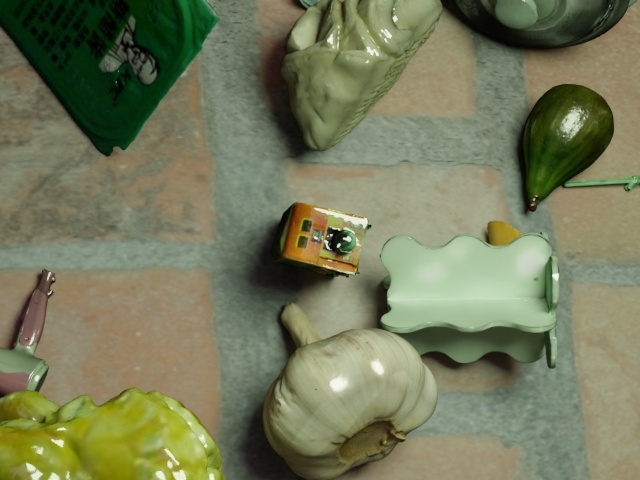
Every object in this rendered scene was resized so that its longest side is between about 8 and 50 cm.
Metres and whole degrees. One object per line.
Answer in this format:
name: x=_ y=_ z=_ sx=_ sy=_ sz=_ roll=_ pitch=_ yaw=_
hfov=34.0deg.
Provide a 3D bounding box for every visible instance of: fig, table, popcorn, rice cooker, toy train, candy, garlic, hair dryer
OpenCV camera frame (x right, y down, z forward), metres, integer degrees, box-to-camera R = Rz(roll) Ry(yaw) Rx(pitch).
fig: x=0.308 y=-0.121 z=1.381 sx=0.117 sy=0.117 sz=0.177 roll=36 pitch=87 yaw=0
table: x=0.169 y=0.069 z=1.225 sx=0.198 sy=0.166 sz=0.166 roll=-1 pitch=69 yaw=5
popcorn: x=-0.224 y=0.270 z=1.025 sx=0.276 sy=0.225 sz=0.276 roll=1 pitch=74 yaw=-3
rice cooker: x=0.296 y=-0.404 z=1.388 sx=0.316 sy=0.264 sz=0.316 roll=9 pitch=71 yaw=-28
toy train: x=0.000 y=0.000 z=1.202 sx=0.099 sy=0.188 sz=0.072 roll=17 pitch=85 yaw=-5
candy: x=0.425 y=-0.083 z=1.422 sx=0.201 sy=0.060 sz=0.060 roll=-4 pitch=71 yaw=-9
garlic: x=0.013 y=0.140 z=1.174 sx=0.199 sy=0.199 sz=0.226 roll=-14 pitch=48 yaw=-19
hair dryer: x=-0.335 y=0.099 z=1.160 sx=0.106 sy=0.054 sz=0.154 roll=24 pitch=56 yaw=0

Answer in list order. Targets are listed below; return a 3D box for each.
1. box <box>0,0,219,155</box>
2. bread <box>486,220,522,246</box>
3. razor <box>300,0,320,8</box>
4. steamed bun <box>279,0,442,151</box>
box: x=-0.257 y=-0.303 z=1.243 sx=0.337 sy=0.264 sz=0.106 roll=51 pitch=39 yaw=6
bread: x=0.250 y=0.024 z=1.331 sx=0.062 sy=0.049 sz=0.103 roll=0 pitch=72 yaw=-15
razor: x=0.070 y=-0.388 z=1.357 sx=0.068 sy=0.232 sz=0.106 roll=20 pitch=60 yaw=-52
steamed bun: x=0.032 y=-0.237 z=1.294 sx=0.144 sy=0.218 sz=0.211 roll=39 pitch=39 yaw=3
